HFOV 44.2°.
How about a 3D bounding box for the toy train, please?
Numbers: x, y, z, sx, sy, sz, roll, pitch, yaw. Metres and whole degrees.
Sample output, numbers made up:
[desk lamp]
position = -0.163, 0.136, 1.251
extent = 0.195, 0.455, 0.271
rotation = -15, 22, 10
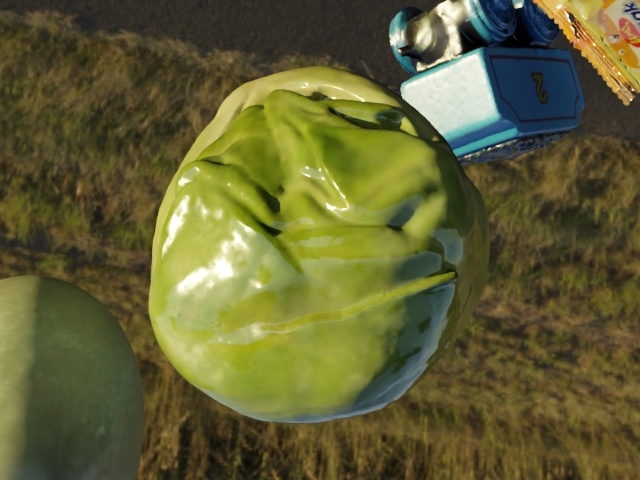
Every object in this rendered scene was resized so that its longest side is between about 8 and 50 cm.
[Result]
[toy train]
position = 0.249, -0.248, 1.175
extent = 0.188, 0.265, 0.300
rotation = -16, 179, 43

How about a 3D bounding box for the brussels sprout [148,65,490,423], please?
[brussels sprout]
position = 0.000, 0.000, 0.681
extent = 0.328, 0.328, 0.247
rotation = 5, 141, 7

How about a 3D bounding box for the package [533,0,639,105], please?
[package]
position = 0.182, -0.141, 0.443
extent = 0.120, 0.108, 0.031
rotation = -29, 158, -15

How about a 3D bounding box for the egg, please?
[egg]
position = -0.317, 0.199, 0.845
extent = 0.258, 0.352, 0.258
rotation = -4, 149, -2
